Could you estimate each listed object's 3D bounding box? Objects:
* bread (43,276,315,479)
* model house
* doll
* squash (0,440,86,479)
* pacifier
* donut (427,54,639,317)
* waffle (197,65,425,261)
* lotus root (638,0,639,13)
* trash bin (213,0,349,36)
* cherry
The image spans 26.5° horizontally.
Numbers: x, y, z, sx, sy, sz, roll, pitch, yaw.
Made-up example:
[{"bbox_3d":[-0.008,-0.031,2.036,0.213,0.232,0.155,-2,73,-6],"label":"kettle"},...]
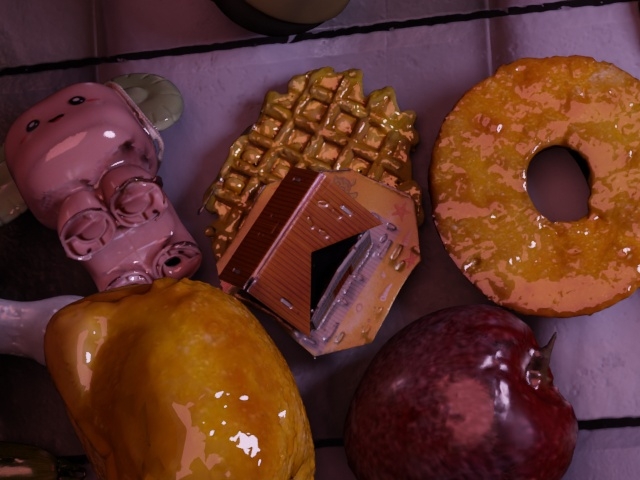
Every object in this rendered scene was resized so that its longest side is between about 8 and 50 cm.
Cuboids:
[{"bbox_3d":[-0.126,0.217,1.433,0.250,0.394,0.361,-19,72,-10],"label":"bread"},{"bbox_3d":[0.000,0.000,1.504,0.207,0.136,0.219,33,83,10],"label":"model house"},{"bbox_3d":[-0.272,-0.075,1.619,0.284,0.216,0.268,-30,41,-4],"label":"doll"},{"bbox_3d":[-0.439,0.282,1.625,0.318,0.071,0.080,-11,78,9],"label":"squash"},{"bbox_3d":[-0.352,0.090,1.573,0.207,0.279,0.227,2,34,-1],"label":"pacifier"},{"bbox_3d":[0.266,-0.053,1.540,0.303,0.110,0.303,-2,77,9],"label":"donut"},{"bbox_3d":[-0.009,-0.071,1.622,0.280,0.060,0.262,-16,75,6],"label":"waffle"},{"bbox_3d":[0.463,-0.265,1.560,0.183,0.078,0.204,-20,78,7],"label":"lotus root"},{"bbox_3d":[-0.073,-0.391,1.620,0.214,0.214,0.334,-24,71,5],"label":"trash bin"},{"bbox_3d":[0.144,0.195,1.469,0.300,0.203,0.230,-32,82,28],"label":"cherry"}]
